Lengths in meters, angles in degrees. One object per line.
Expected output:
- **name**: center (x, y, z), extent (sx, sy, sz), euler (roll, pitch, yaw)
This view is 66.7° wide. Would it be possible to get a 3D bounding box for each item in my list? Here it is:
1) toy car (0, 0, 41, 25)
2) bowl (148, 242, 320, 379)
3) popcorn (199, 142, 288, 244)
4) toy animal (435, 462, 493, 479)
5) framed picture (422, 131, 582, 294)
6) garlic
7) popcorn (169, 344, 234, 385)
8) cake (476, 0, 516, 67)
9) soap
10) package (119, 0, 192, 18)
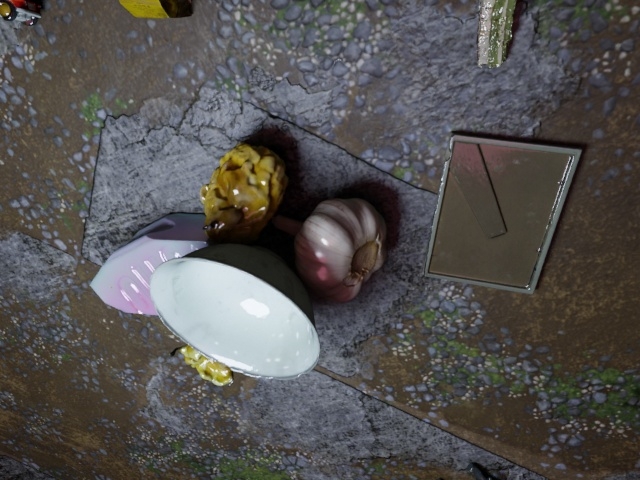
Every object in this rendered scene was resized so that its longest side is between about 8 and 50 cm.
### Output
- **toy car**: center (-0.551, -0.431, 0.818), extent (0.139, 0.112, 0.112), euler (9, 105, -2)
- **bowl**: center (-0.129, 0.097, 0.866), extent (0.313, 0.146, 0.313), euler (12, 135, 13)
- **popcorn**: center (-0.141, -0.080, 0.893), extent (0.140, 0.163, 0.194), euler (24, 91, -22)
- **toy animal**: center (0.349, 0.666, 1.229), extent (0.137, 0.082, 0.270), euler (31, 121, -4)
- **framed picture**: center (0.309, -0.040, 0.869), extent (0.211, 0.020, 0.290), euler (9, 121, 9)
- **garlic**: center (0.000, 0.000, 0.910), extent (0.226, 0.199, 0.199), euler (24, 128, 35)
- **popcorn**: center (-0.223, 0.230, 1.053), extent (0.173, 0.195, 0.168), euler (36, 113, -14)
- **cake**: center (0.257, -0.328, 0.714), extent (0.051, 0.055, 0.140), euler (2, 137, 11)
- **soap**: center (-0.322, 0.060, 1.032), extent (0.323, 0.109, 0.193), euler (-22, 112, 25)
- **package**: center (-0.258, -0.370, 0.756), extent (0.071, 0.131, 0.047), euler (8, 116, 7)
